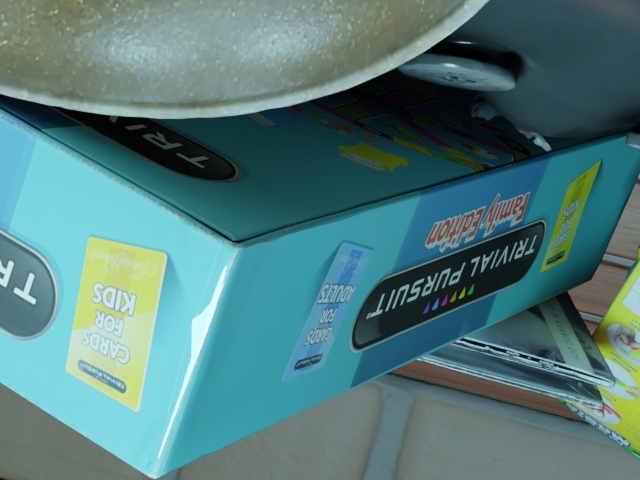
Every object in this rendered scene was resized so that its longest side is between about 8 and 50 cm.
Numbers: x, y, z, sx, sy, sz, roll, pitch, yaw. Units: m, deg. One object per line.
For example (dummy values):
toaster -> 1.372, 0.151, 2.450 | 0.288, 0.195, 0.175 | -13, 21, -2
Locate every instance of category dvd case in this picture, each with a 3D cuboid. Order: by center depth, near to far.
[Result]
dvd case -> 0.000, 0.000, 0.793 | 0.221, 0.018, 0.164 | 16, -161, -11

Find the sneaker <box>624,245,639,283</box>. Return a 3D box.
sneaker -> 0.269, 0.042, 1.293 | 0.069, 0.082, 0.209 | 21, 168, -19

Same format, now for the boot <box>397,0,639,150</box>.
boot -> 0.120, -0.100, 0.574 | 0.445, 0.146, 0.367 | 21, 168, -7

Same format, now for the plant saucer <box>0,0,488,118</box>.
plant saucer -> -0.079, -0.157, 0.440 | 0.310, 0.050, 0.311 | 15, 142, 12

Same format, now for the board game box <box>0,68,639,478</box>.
board game box -> -0.055, -0.045, 0.713 | 0.253, 0.079, 0.336 | 29, -158, 23

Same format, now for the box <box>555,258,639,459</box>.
box -> 0.161, 0.057, 0.789 | 0.105, 0.043, 0.179 | 36, 155, 9
